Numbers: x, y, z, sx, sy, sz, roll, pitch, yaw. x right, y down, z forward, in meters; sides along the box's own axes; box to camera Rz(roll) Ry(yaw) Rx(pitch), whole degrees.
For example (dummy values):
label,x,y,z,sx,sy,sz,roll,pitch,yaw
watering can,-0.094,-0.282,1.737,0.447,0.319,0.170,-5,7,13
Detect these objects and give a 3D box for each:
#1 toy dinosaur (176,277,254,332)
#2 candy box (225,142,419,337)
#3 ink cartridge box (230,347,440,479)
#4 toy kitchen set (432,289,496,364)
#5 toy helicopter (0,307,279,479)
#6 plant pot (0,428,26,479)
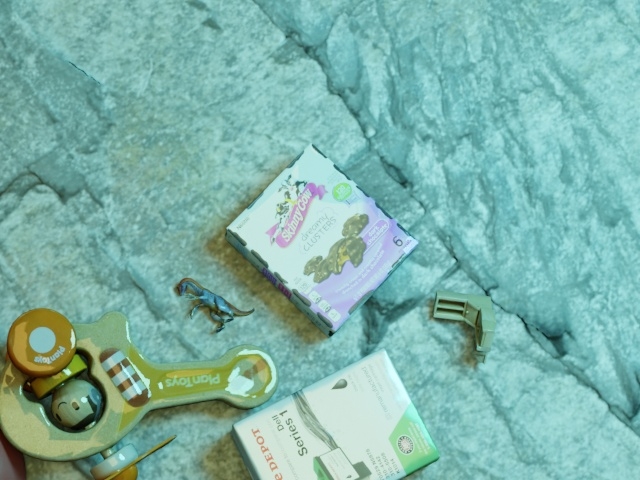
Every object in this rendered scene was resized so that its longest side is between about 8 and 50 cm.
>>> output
label,x,y,z,sx,sy,sz,roll,pitch,yaw
toy dinosaur,-0.147,0.080,1.929,0.090,0.047,0.082,-17,68,-41
candy box,0.000,0.000,1.929,0.196,0.070,0.165,43,79,4
ink cartridge box,0.016,0.258,1.866,0.219,0.092,0.160,-27,81,-10
toy kitchen set,0.185,0.119,1.924,0.075,0.083,0.068,7,119,-3
toy helicopter,-0.224,0.202,1.844,0.355,0.140,0.235,-5,75,-15
plant pot,-0.501,0.286,1.745,0.275,0.243,0.275,1,79,-4
